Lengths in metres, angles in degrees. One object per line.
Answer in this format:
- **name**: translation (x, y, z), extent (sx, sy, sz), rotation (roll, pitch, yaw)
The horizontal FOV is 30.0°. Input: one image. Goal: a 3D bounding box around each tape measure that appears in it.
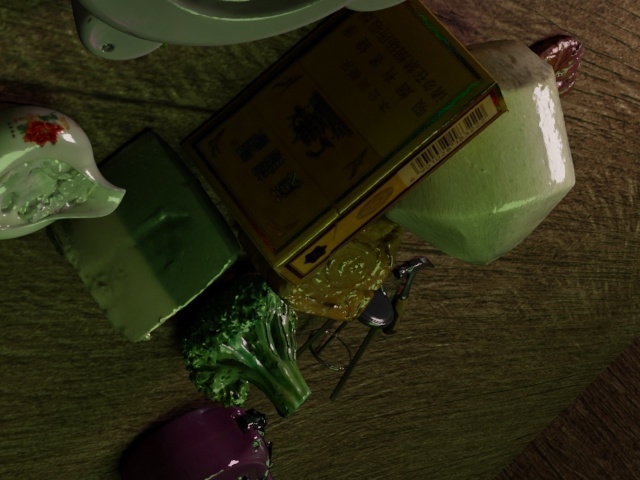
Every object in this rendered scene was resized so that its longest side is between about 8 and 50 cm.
- **tape measure**: translation (-0.179, 0.362, 1.856), extent (0.245, 0.149, 0.231), rotation (-31, 155, -14)

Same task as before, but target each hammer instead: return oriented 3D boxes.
- **hammer**: translation (0.139, 0.094, 1.978), extent (0.078, 0.021, 0.201), rotation (-24, 151, -26)

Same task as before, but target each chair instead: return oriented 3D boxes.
- **chair**: translation (0.039, 0.148, 1.854), extent (0.104, 0.095, 0.221), rotation (-23, 152, -53)

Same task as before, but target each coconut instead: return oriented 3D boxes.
- **coconut**: translation (0.180, -0.099, 1.426), extent (0.237, 0.237, 0.266), rotation (-24, 108, -28)

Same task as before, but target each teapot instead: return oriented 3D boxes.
- **teapot**: translation (-0.290, -0.063, 1.095), extent (0.226, 0.092, 0.145), rotation (-8, 138, -45)

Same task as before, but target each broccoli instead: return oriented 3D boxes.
- **broccoli**: translation (-0.089, 0.155, 1.591), extent (0.194, 0.194, 0.220), rotation (-6, 145, -48)

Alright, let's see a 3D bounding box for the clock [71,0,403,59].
- **clock**: translation (-0.064, -0.279, 0.950), extent (0.322, 0.113, 0.295), rotation (-17, 148, -3)

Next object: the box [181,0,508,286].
- **box**: translation (0.024, -0.121, 1.287), extent (0.301, 0.193, 0.084), rotation (-40, 154, 3)

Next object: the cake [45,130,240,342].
- **cake**: translation (-0.160, 0.034, 1.335), extent (0.158, 0.172, 0.283), rotation (-36, 156, -1)

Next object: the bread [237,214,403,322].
- **bread**: translation (0.000, 0.000, 1.482), extent (0.158, 0.143, 0.149), rotation (8, 124, -43)

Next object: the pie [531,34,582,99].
- **pie**: translation (0.307, -0.223, 1.667), extent (0.154, 0.036, 0.154), rotation (-30, 152, -18)

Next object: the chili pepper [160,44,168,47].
- **chili pepper**: translation (-0.138, -0.215, 1.128), extent (0.030, 0.017, 0.083), rotation (-12, 146, -44)
